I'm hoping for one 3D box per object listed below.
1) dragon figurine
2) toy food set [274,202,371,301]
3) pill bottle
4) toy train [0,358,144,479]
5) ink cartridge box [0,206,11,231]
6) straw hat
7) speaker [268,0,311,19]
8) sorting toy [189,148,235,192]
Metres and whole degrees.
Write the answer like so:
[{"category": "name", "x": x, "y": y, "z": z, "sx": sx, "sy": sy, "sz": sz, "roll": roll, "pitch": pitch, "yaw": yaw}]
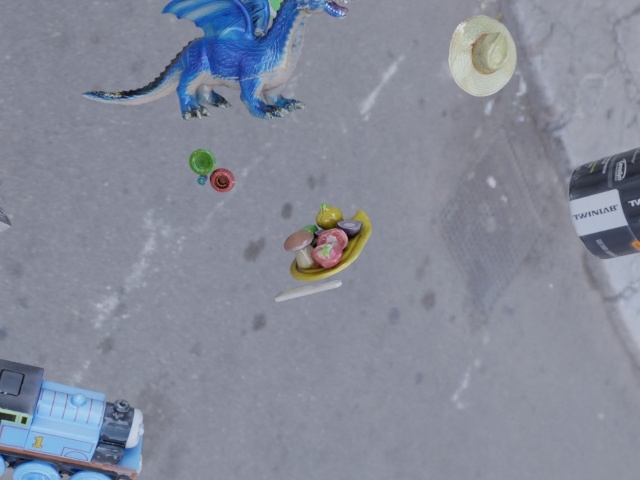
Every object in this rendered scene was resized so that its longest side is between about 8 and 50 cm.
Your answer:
[{"category": "dragon figurine", "x": -0.092, "y": -0.190, "z": 0.808, "sx": 0.085, "sy": 0.289, "sz": 0.144, "roll": -32, "pitch": 123, "yaw": -59}, {"category": "toy food set", "x": 0.000, "y": 0.000, "z": 1.389, "sx": 0.071, "sy": 0.128, "sz": 0.218, "roll": 65, "pitch": 31, "yaw": -24}, {"category": "pill bottle", "x": 0.439, "y": -0.062, "z": 1.039, "sx": 0.130, "sy": 0.246, "sz": 0.130, "roll": 15, "pitch": 67, "yaw": -41}, {"category": "toy train", "x": -0.246, "y": 0.174, "z": 0.781, "sx": 0.184, "sy": 0.080, "sz": 0.105, "roll": 16, "pitch": 123, "yaw": -16}, {"category": "ink cartridge box", "x": -0.410, "y": -0.053, "z": 0.980, "sx": 0.046, "sy": 0.207, "sz": 0.097, "roll": -30, "pitch": 93, "yaw": -12}, {"category": "straw hat", "x": 0.294, "y": -0.322, "z": 1.473, "sx": 0.145, "sy": 0.061, "sz": 0.144, "roll": 0, "pitch": 90, "yaw": -20}, {"category": "speaker", "x": -0.024, "y": -0.406, "z": 1.143, "sx": 0.131, "sy": 0.296, "sz": 0.131, "roll": 3, "pitch": 77, "yaw": -11}, {"category": "sorting toy", "x": -0.207, "y": -0.132, "z": 1.628, "sx": 0.061, "sy": 0.042, "sz": 0.102, "roll": -38, "pitch": 106, "yaw": 15}]
